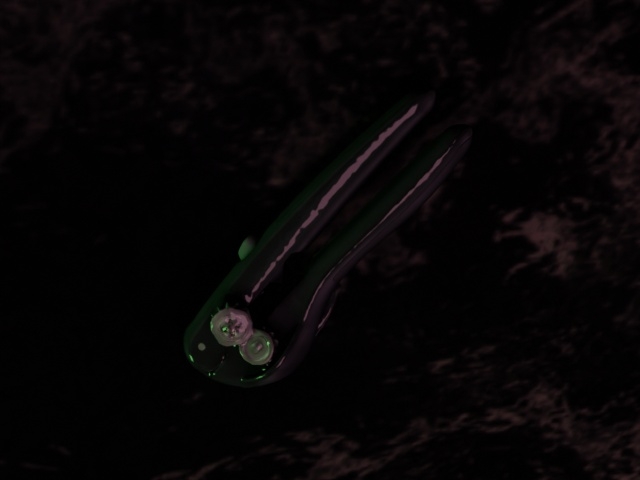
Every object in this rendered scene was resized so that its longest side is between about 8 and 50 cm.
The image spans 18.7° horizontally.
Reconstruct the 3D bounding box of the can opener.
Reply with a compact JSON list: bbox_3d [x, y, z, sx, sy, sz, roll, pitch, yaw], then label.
[{"bbox_3d":[0.000,0.000,0.935,0.059,0.073,0.186,37,112,-1],"label":"can opener"}]
